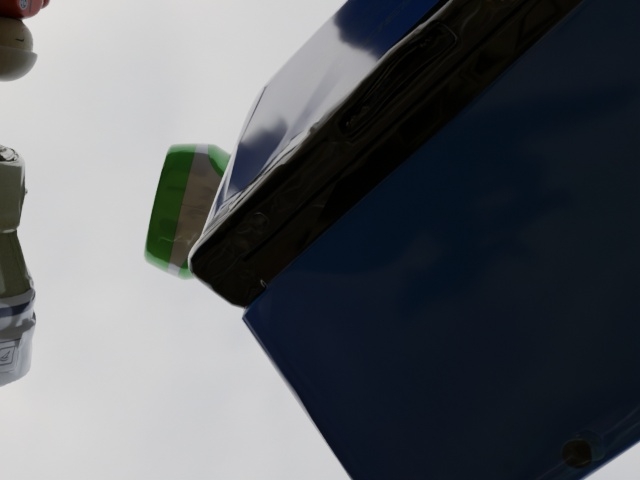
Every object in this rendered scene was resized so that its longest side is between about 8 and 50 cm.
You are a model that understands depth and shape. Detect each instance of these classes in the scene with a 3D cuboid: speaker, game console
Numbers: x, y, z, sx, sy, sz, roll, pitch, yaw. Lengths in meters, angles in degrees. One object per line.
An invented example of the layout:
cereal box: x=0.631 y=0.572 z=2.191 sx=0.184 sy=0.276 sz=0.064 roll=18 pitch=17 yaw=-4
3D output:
speaker: x=0.000 y=0.000 z=1.297 sx=0.297 sy=0.131 sz=0.131 roll=13 pitch=-88 yaw=-4
game console: x=0.096 y=-0.045 z=0.669 sx=0.173 sy=0.250 sz=0.293 roll=39 pitch=-59 yaw=-16

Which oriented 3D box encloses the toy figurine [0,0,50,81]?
toy figurine: x=-0.357 y=-0.221 z=1.319 sx=0.210 sy=0.213 sz=0.148 roll=8 pitch=-89 yaw=-25

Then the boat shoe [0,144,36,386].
boat shoe: x=-0.182 y=-0.026 z=0.668 sx=0.302 sy=0.109 sz=0.094 roll=33 pitch=-68 yaw=58
